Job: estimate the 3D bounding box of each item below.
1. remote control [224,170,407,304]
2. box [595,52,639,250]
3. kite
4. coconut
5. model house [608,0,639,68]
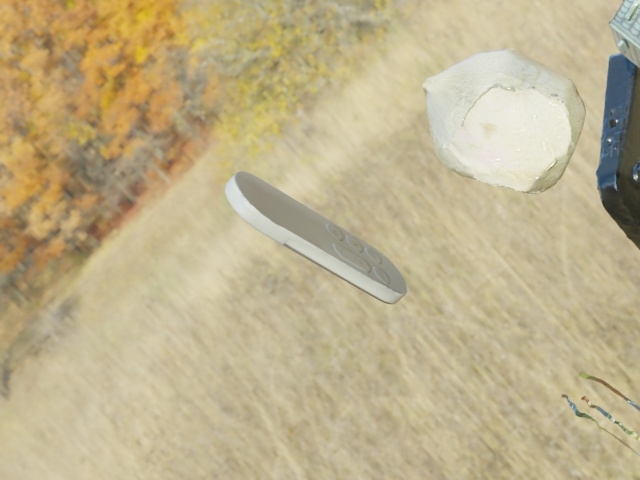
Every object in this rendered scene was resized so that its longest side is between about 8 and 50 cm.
[{"bbox_3d":[0.000,0.000,1.146,0.022,0.245,0.077,-46,36,19],"label":"remote control"},{"bbox_3d":[0.589,-0.115,1.917,0.091,0.359,0.350,-17,45,39],"label":"box"},{"bbox_3d":[0.495,0.295,1.602,0.015,0.310,0.169,-43,-14,-34],"label":"kite"},{"bbox_3d":[0.134,-0.093,0.844,0.110,0.124,0.110,20,-90,-88],"label":"coconut"},{"bbox_3d":[0.571,-0.301,1.600,0.215,0.224,0.198,-32,-28,-20],"label":"model house"}]
